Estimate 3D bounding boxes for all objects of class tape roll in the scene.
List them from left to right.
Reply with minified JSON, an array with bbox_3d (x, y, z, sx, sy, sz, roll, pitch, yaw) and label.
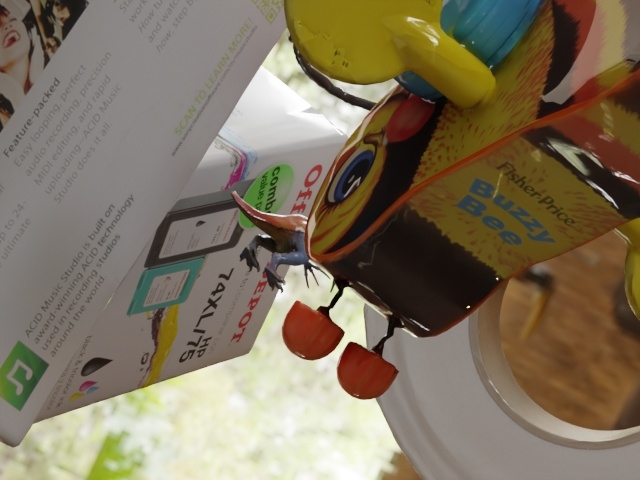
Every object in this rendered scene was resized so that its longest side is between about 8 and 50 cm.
[{"bbox_3d":[0.172,0.053,1.175,0.286,0.286,0.100,-62,166,6],"label":"tape roll"}]

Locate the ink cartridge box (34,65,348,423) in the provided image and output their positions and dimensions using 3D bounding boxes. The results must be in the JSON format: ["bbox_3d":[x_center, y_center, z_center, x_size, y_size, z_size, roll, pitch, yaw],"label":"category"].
[{"bbox_3d":[-0.161,-0.028,1.239,0.270,0.197,0.198,-15,137,-51],"label":"ink cartridge box"}]

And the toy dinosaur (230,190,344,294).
[{"bbox_3d":[0.000,0.000,1.049,0.082,0.090,0.047,-31,-141,-28],"label":"toy dinosaur"}]

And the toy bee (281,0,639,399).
[{"bbox_3d":[0.064,-0.018,0.656,0.162,0.195,0.298,-63,-178,-22],"label":"toy bee"}]

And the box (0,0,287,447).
[{"bbox_3d":[-0.149,-0.100,0.638,0.058,0.322,0.232,20,-108,39],"label":"box"}]
